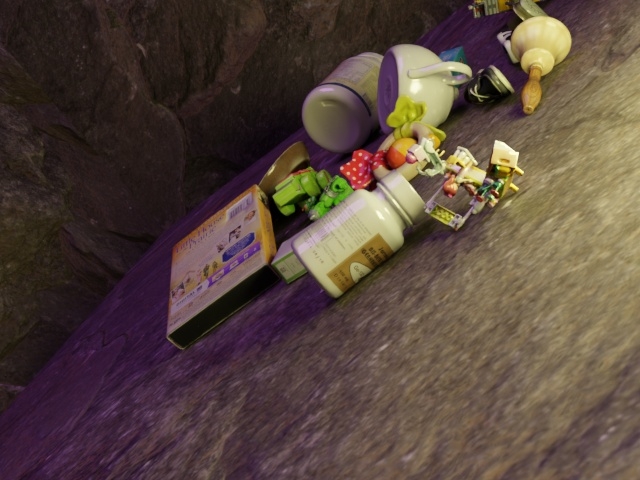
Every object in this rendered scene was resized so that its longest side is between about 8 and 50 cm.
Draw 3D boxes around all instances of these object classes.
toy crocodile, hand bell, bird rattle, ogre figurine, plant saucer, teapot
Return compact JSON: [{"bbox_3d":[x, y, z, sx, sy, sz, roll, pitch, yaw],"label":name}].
[{"bbox_3d":[-0.051,-0.147,2.103,0.115,0.105,0.340,-35,-3,21],"label":"toy crocodile"},{"bbox_3d":[0.435,-0.338,1.561,0.126,0.126,0.242,-28,29,41],"label":"hand bell"},{"bbox_3d":[0.168,-0.201,1.750,0.253,0.143,0.207,-42,29,1],"label":"bird rattle"},{"bbox_3d":[0.025,-0.080,1.772,0.118,0.097,0.197,-47,7,-1],"label":"ogre figurine"},{"bbox_3d":[-0.117,-0.148,2.268,0.311,0.050,0.310,-55,-9,-13],"label":"plant saucer"},{"bbox_3d":[0.256,-0.369,1.916,0.187,0.253,0.256,0,35,-10],"label":"teapot"}]

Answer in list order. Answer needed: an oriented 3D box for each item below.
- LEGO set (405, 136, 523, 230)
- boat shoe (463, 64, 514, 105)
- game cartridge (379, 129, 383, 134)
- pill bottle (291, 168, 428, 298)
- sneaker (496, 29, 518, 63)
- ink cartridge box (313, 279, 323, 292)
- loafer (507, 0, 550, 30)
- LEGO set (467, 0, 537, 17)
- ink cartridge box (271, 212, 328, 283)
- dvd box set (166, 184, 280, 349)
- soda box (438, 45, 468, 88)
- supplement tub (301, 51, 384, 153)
[{"bbox_3d":[0.226,-0.081,1.201,0.107,0.132,0.287,-49,20,-4],"label":"LEGO set"},{"bbox_3d":[0.375,-0.339,1.731,0.079,0.084,0.233,-41,7,5],"label":"boat shoe"},{"bbox_3d":[0.217,-0.353,2.342,0.083,0.017,0.056,-27,22,44],"label":"game cartridge"},{"bbox_3d":[0.073,-0.015,1.354,0.229,0.131,0.131,-39,13,3],"label":"pill bottle"},{"bbox_3d":[0.513,-0.496,1.911,0.121,0.079,0.217,-25,17,15],"label":"sneaker"},{"bbox_3d":[0.016,0.062,1.479,0.048,0.028,0.083,-33,15,25],"label":"ink cartridge box"},{"bbox_3d":[0.535,-0.567,1.993,0.087,0.094,0.251,-45,-9,20],"label":"loafer"},{"bbox_3d":[0.564,-0.801,2.350,0.192,0.255,0.331,-14,21,-11],"label":"LEGO set"},{"bbox_3d":[0.000,0.000,1.654,0.209,0.062,0.109,-33,14,24],"label":"ink cartridge box"},{"bbox_3d":[-0.250,0.053,1.937,0.307,0.062,0.420,-36,28,11],"label":"dvd box set"},{"bbox_3d":[0.372,-0.493,2.229,0.067,0.071,0.210,-10,26,27],"label":"soda box"},{"bbox_3d":[0.107,-0.451,2.486,0.235,0.235,0.325,-27,18,43],"label":"supplement tub"}]
